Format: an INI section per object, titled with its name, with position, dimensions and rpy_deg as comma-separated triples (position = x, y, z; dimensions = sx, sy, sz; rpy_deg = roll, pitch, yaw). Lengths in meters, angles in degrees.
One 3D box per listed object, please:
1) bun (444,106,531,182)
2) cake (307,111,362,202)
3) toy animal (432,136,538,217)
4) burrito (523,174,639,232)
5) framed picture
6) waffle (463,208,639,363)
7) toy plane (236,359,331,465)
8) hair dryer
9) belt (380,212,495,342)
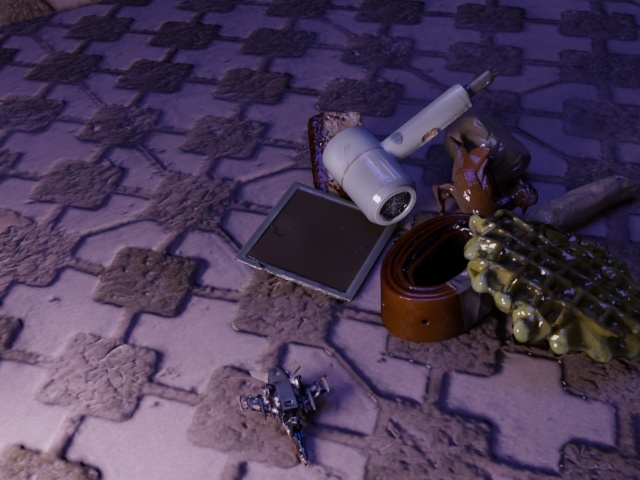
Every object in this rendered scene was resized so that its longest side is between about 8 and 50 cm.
[bun]
position = 0.307, -0.167, 2.168
dimensions = 0.166, 0.113, 0.173
rpy_deg = 38, 19, 0
[cake]
position = 0.036, -0.148, 2.173
dimensions = 0.112, 0.135, 0.246
rpy_deg = -5, 31, 1
[toy animal]
position = 0.289, -0.110, 2.051
dimensions = 0.179, 0.089, 0.188
rpy_deg = -13, 73, 10
[burrito]
position = 0.457, -0.061, 2.016
dimensions = 0.275, 0.059, 0.082
rpy_deg = -23, 20, -26
[framed picture]
position = 0.000, 0.000, 1.995
dimensions = 0.216, 0.016, 0.273
rpy_deg = 21, 37, 12
[waffle]
position = 0.366, 0.066, 1.710
dimensions = 0.317, 0.073, 0.297
rpy_deg = 9, 37, -17
[toy plane]
position = -0.044, 0.236, 1.607
dimensions = 0.135, 0.062, 0.188
rpy_deg = -11, 31, -10
[hair dryer]
position = 0.187, -0.195, 2.057
dimensions = 0.357, 0.107, 0.173
rpy_deg = -39, 58, 1
[belt]
position = 0.199, 0.054, 1.828
dimensions = 0.184, 0.105, 0.261
rpy_deg = 19, 38, 34
